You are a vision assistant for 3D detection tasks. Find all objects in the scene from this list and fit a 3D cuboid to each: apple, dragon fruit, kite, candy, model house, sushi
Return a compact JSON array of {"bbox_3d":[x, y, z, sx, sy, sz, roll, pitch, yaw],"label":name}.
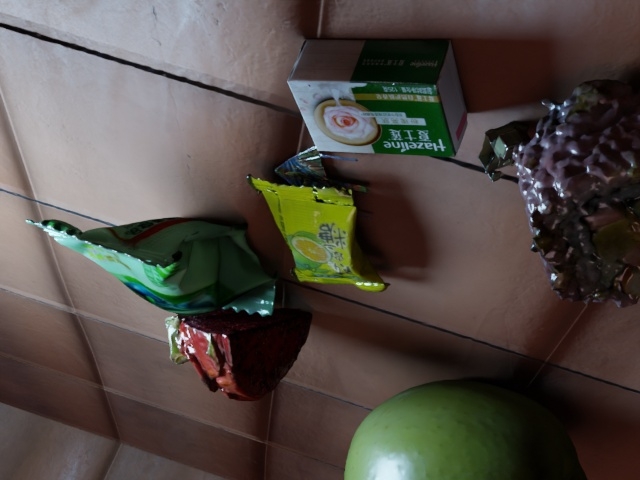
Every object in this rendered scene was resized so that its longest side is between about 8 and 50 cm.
[{"bbox_3d":[0.273,0.483,1.749,0.474,0.473,0.473,15,149,9],"label":"apple"},{"bbox_3d":[-0.173,0.209,1.692,0.205,0.151,0.317,8,-172,28],"label":"dragon fruit"},{"bbox_3d":[0.000,-0.093,1.392,0.160,0.010,0.183,13,152,20],"label":"kite"},{"bbox_3d":[0.000,0.000,1.471,0.187,0.081,0.297,9,150,25],"label":"candy"},{"bbox_3d":[0.243,-0.120,1.160,0.058,0.057,0.083,-17,150,-14],"label":"model house"},{"bbox_3d":[-0.274,0.037,1.549,0.263,0.171,0.398,4,174,28],"label":"candy"},{"bbox_3d":[0.357,-0.053,1.078,0.237,0.170,0.270,-24,133,14],"label":"sushi"}]

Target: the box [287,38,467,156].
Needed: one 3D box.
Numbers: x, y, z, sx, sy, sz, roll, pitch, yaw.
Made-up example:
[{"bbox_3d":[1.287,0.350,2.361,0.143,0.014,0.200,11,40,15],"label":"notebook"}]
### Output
[{"bbox_3d":[0.074,-0.179,1.144,0.199,0.081,0.135,7,147,25],"label":"box"}]
